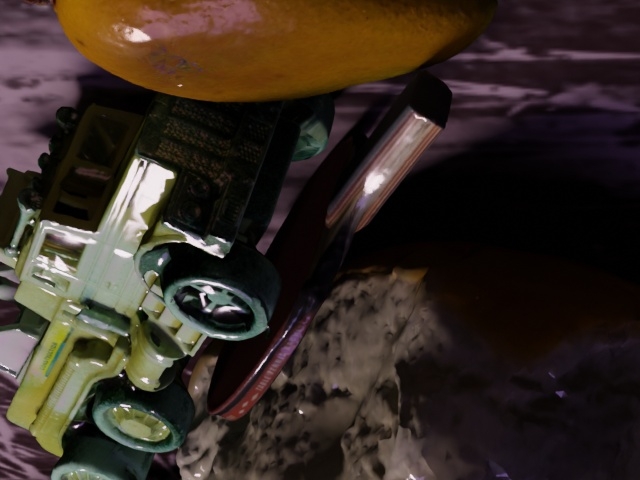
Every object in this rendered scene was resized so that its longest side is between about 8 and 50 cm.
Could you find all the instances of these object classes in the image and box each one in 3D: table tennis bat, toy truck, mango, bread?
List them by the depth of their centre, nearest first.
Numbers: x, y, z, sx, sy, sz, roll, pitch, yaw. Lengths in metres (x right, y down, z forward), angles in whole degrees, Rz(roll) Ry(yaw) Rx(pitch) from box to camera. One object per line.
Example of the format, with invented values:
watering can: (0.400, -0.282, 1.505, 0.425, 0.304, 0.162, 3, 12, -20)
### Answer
mango: (-0.021, -0.091, 0.685, 0.187, 0.066, 0.101, 4, 152, -21)
table tennis bat: (0.000, 0.000, 0.775, 0.019, 0.130, 0.220, 26, 139, -10)
toy truck: (-0.097, 0.012, 0.812, 0.135, 0.128, 0.259, 26, 145, -12)
bread: (0.070, 0.127, 0.887, 0.250, 0.225, 0.279, 24, 150, -31)
